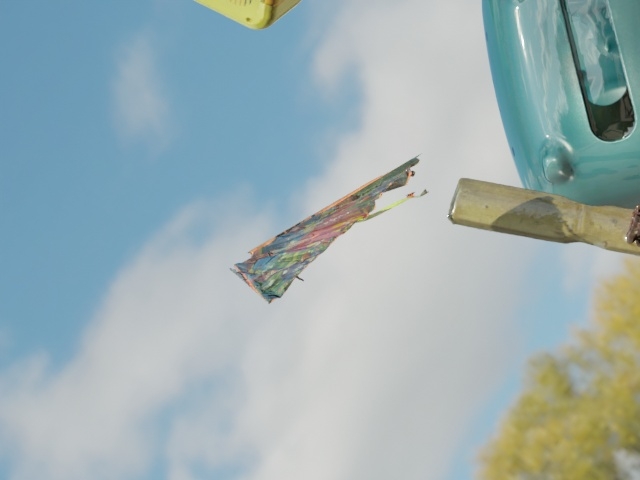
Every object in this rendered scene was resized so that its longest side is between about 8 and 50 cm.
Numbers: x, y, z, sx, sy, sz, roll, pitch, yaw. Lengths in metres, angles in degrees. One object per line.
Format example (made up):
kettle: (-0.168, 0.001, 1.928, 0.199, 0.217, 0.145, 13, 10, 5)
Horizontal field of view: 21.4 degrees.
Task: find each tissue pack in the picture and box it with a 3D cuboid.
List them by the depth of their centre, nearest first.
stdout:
tissue pack: (0.260, -0.152, 1.578, 0.198, 0.287, 0.206, -13, -9, 16)

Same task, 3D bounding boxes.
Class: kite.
kite: (0.000, 0.000, 1.210, 0.183, 0.014, 0.241, -22, 13, 33)

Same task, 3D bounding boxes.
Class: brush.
brush: (0.224, -0.016, 1.331, 0.036, 0.248, 0.043, 82, -157, -56)

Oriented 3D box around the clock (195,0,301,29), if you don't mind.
clock: (-0.074, -0.335, 1.760, 0.096, 0.143, 0.202, -48, -20, -46)
